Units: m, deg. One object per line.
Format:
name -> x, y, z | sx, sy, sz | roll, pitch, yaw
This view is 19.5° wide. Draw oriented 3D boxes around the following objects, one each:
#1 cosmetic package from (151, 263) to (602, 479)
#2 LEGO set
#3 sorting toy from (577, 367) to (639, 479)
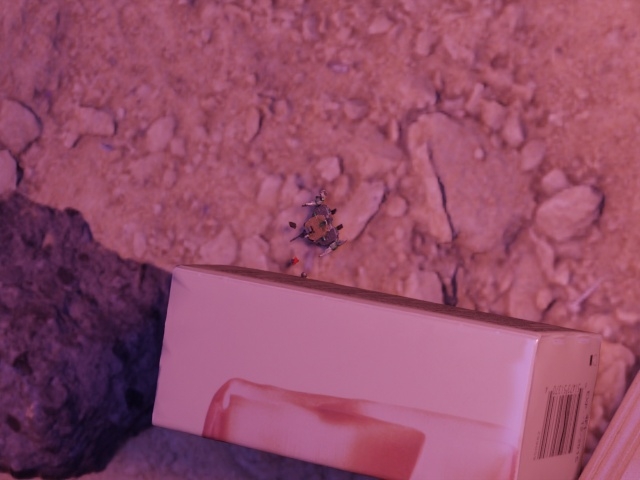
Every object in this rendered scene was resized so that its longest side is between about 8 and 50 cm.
cosmetic package -> 0.041, 0.105, 1.390 | 0.296, 0.153, 0.129 | 11, 93, 28
LEGO set -> -0.002, 0.000, 1.510 | 0.054, 0.023, 0.083 | 38, 110, 28
sorting toy -> 0.348, 0.185, 1.303 | 0.307, 0.041, 0.229 | 31, 95, 20
